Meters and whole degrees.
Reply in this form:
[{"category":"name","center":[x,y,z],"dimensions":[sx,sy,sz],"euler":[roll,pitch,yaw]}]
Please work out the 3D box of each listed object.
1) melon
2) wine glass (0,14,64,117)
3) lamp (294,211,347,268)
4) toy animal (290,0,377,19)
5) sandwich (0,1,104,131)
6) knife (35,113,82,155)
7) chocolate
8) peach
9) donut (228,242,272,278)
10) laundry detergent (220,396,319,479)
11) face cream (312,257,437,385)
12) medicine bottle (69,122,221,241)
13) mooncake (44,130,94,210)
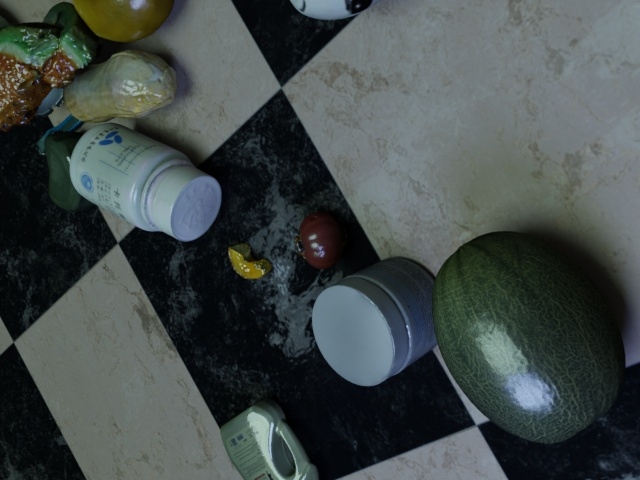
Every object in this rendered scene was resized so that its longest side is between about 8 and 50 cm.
[{"category":"melon","center":[0.283,0.130,1.321],"dimensions":[0.302,0.237,0.237],"euler":[57,135,11]},{"category":"wine glass","center":[-0.697,-0.406,2.074],"dimensions":[0.321,0.143,0.143],"euler":[42,131,25]},{"category":"lamp","center":[0.000,0.000,1.633],"dimensions":[0.101,0.090,0.101],"euler":[172,90,-82]},{"category":"toy animal","center":[0.001,-0.456,1.360],"dimensions":[0.212,0.212,0.267],"euler":[18,112,37]},{"category":"sandwich","center":[-0.579,-0.348,1.847],"dimensions":[0.301,0.162,0.250],"euler":[-47,32,12]},{"category":"knife","center":[-0.565,-0.253,2.092],"dimensions":[0.296,0.026,0.044],"euler":[-27,76,46]},{"category":"chocolate","center":[-0.396,-0.300,1.843],"dimensions":[0.309,0.134,0.134],"euler":[4,110,43]},{"category":"peach","center":[-0.370,-0.489,1.730],"dimensions":[0.251,0.153,0.251],"euler":[12,110,34]},{"category":"donut","center":[-0.131,0.038,1.806],"dimensions":[0.083,0.038,0.067],"euler":[-4,102,38]},{"category":"laundry detergent","center":[-0.087,0.453,1.902],"dimensions":[0.181,0.091,0.253],"euler":[-39,79,39]},{"category":"face cream","center":[0.099,0.131,1.552],"dimensions":[0.177,0.153,0.177],"euler":[19,119,38]},{"category":"medicine bottle","center":[-0.340,-0.112,1.843],"dimensions":[0.293,0.170,0.170],"euler":[25,123,32]},{"category":"mooncake","center":[-0.537,-0.152,2.054],"dimensions":[0.168,0.104,0.175],"euler":[52,136,9]}]
